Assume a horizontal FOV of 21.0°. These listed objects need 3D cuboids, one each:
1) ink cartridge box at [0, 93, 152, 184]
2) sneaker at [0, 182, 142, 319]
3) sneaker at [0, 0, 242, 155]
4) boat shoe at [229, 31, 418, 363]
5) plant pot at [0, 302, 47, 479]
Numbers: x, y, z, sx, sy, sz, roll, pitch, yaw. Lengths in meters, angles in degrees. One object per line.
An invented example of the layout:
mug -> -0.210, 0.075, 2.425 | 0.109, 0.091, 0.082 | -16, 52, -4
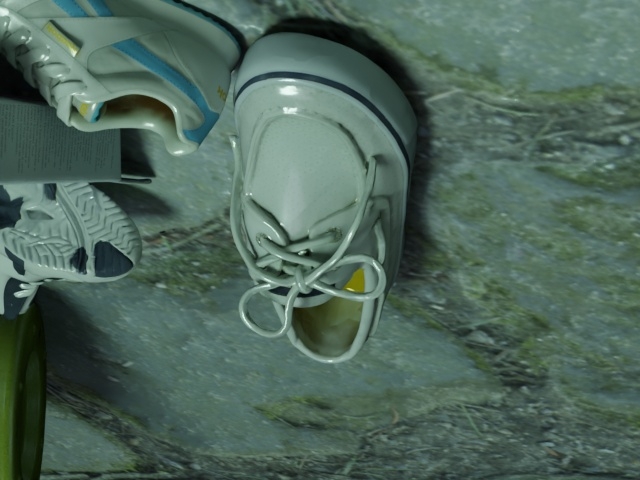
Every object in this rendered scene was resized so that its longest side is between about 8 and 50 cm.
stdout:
ink cartridge box -> -0.330, -0.092, 1.316 | 0.324, 0.071, 0.330 | 8, -175, 14
sneaker -> -0.246, 0.012, 1.518 | 0.235, 0.094, 0.153 | 6, 154, 18
sneaker -> -0.172, -0.135, 1.189 | 0.228, 0.092, 0.087 | 20, 155, -7
boat shoe -> -0.008, -0.001, 1.294 | 0.135, 0.156, 0.367 | 11, 154, 8
plant pot -> -0.457, 0.166, 1.702 | 0.353, 0.366, 0.366 | 2, 154, -1
